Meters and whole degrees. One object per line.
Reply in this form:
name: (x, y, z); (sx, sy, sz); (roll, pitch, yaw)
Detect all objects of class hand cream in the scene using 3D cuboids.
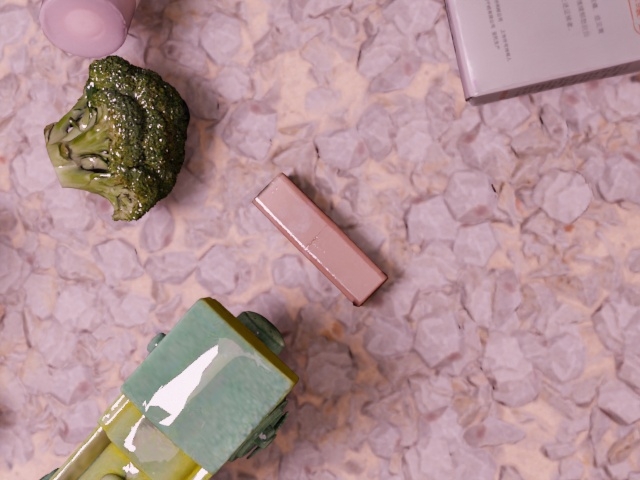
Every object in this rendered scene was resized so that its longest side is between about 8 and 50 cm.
hand cream: (-0.201, -0.288, 1.315); (0.133, 0.083, 0.248); (2, 52, 2)

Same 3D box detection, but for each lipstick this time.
lipstick: (0.000, 0.000, 1.333); (0.145, 0.045, 0.045); (45, 93, 6)

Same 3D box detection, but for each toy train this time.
toy train: (-0.172, 0.214, 1.242); (0.150, 0.237, 0.369); (42, 91, 4)

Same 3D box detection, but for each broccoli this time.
broccoli: (-0.188, -0.094, 1.306); (0.138, 0.146, 0.162); (-21, 82, 0)

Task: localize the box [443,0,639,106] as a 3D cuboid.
box: (0.264, -0.256, 1.292); (0.299, 0.106, 0.200); (-12, 88, 6)
